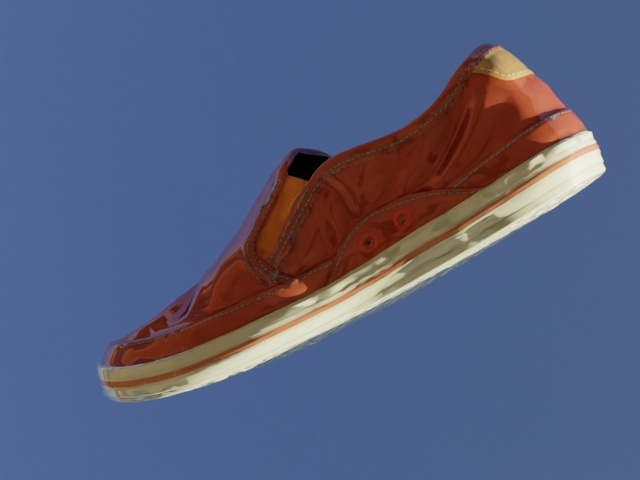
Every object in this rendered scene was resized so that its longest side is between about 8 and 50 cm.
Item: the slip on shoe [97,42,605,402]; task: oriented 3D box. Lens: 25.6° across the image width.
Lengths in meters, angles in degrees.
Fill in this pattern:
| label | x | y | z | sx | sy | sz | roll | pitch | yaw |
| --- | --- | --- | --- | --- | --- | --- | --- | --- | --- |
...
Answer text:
| label | x | y | z | sx | sy | sz | roll | pitch | yaw |
| --- | --- | --- | --- | --- | --- | --- | --- | --- | --- |
| slip on shoe | 0.000 | 0.000 | 0.807 | 0.331 | 0.123 | 0.101 | -32 | -97 | 24 |
